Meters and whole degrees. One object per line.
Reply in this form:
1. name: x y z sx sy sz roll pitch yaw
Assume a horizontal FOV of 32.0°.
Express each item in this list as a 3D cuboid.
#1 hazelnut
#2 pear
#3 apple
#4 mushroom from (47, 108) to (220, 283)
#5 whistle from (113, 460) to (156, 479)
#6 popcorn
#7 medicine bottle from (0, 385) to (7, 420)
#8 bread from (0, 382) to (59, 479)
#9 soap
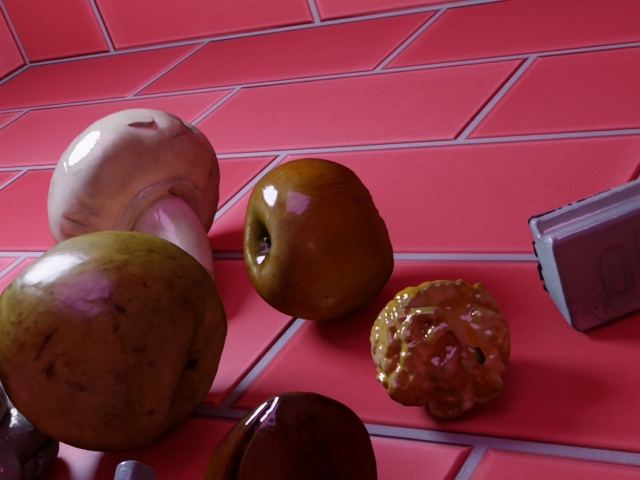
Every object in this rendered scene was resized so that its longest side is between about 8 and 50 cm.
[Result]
1. hazelnut: -0.033 0.248 1.180 0.208 0.208 0.208 -16 25 8
2. pear: -0.289 0.130 1.482 0.304 0.303 0.304 -16 25 8
3. apple: 0.000 0.000 1.623 0.208 0.236 0.237 -5 17 -28
4. mushroom: -0.314 -0.041 1.898 0.315 0.355 0.315 1 -14 0
5. whistle: -0.180 0.352 1.130 0.093 0.180 0.269 -21 57 21
6. popcorn: 0.149 0.132 1.368 0.180 0.180 0.170 -21 -3 -4
7. medicine bottle: -0.525 0.104 1.423 0.130 0.340 0.130 -13 30 7
8. bread: -0.458 0.305 1.489 0.183 0.102 0.337 -10 28 19
9. soap: 0.411 0.005 1.419 0.262 0.150 0.094 -20 30 -1
